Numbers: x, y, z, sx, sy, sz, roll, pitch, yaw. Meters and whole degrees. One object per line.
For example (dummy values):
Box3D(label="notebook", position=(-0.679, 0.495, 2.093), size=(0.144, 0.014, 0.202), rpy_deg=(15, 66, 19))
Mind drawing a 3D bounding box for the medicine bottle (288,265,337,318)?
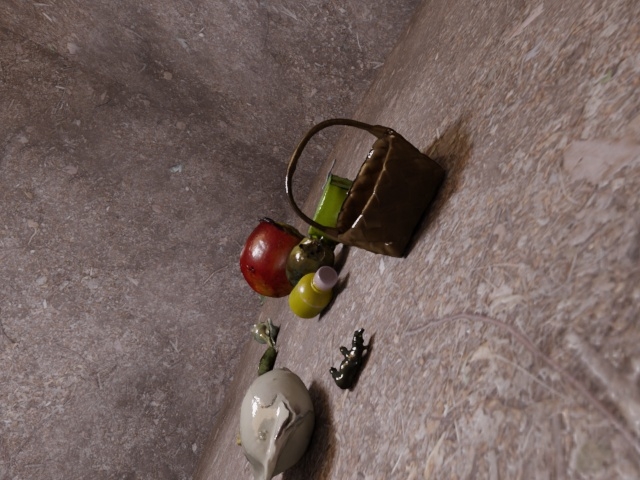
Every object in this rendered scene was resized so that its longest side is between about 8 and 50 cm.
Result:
Box3D(label="medicine bottle", position=(-0.015, 0.160, 1.362), size=(0.212, 0.122, 0.122), rpy_deg=(-54, 14, 51))

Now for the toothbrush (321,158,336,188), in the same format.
Box3D(label="toothbrush", position=(0.033, -0.242, 1.537), size=(0.013, 0.011, 0.131), rpy_deg=(-9, 53, 59))

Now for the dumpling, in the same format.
Box3D(label="dumpling", position=(-0.114, 0.451, 1.004), size=(0.341, 0.181, 0.260), rpy_deg=(17, 92, 59))

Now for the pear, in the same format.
Box3D(label="pear", position=(0.063, -0.093, 1.492), size=(0.292, 0.159, 0.292), rpy_deg=(-156, 90, -85))

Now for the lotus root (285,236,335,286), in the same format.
Box3D(label="lotus root", position=(-0.041, 0.095, 1.518), size=(0.152, 0.160, 0.275), rpy_deg=(-57, -6, -24))

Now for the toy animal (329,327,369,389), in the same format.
Box3D(label="toy animal", position=(0.065, 0.247, 0.890), size=(0.136, 0.047, 0.065), rpy_deg=(-64, 14, 1))

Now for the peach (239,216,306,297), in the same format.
Box3D(label="peach", position=(-0.193, 0.073, 1.971), size=(0.353, 0.339, 0.416), rpy_deg=(-70, 2, -54))

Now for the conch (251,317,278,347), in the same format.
Box3D(label="conch", position=(-0.266, 0.463, 2.148), size=(0.234, 0.114, 0.137), rpy_deg=(3, 75, 43))

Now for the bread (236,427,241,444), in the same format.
Box3D(label="bread", position=(-0.259, 0.685, 1.537), size=(0.149, 0.073, 0.122), rpy_deg=(135, 156, -67))

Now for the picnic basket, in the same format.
Box3D(label="picnic basket", position=(0.077, -0.141, 1.002), size=(0.293, 0.337, 0.337), rpy_deg=(-64, 9, 6))

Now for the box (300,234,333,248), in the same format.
Box3D(label="box", position=(0.000, 0.000, 1.759), size=(0.093, 0.124, 0.172), rpy_deg=(-57, 7, -19))

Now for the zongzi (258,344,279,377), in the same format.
Box3D(label="zongzi", position=(-0.236, 0.539, 1.898), size=(0.154, 0.062, 0.130), rpy_deg=(-66, -6, -49))
